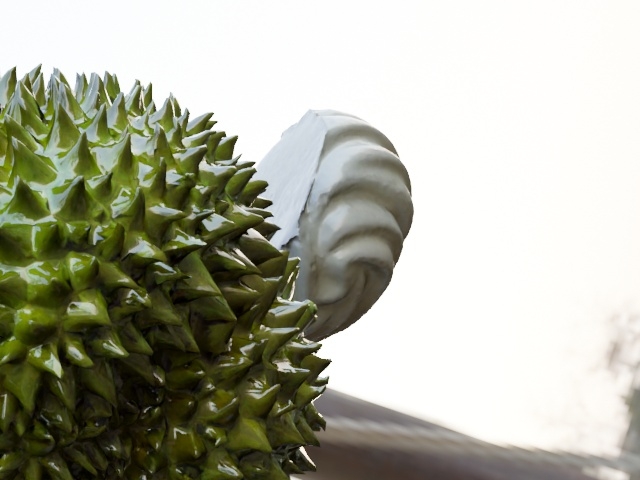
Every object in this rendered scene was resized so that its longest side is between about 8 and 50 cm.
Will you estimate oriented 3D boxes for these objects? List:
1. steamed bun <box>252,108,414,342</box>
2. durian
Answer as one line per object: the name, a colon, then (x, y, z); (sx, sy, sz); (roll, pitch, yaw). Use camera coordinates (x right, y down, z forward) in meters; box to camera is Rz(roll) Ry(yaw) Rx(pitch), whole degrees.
steamed bun: (0.000, 0.000, 1.259); (0.183, 0.106, 0.183); (-48, 26, 33)
durian: (-0.071, 0.022, 0.499); (0.198, 0.146, 0.159); (75, -165, -62)
